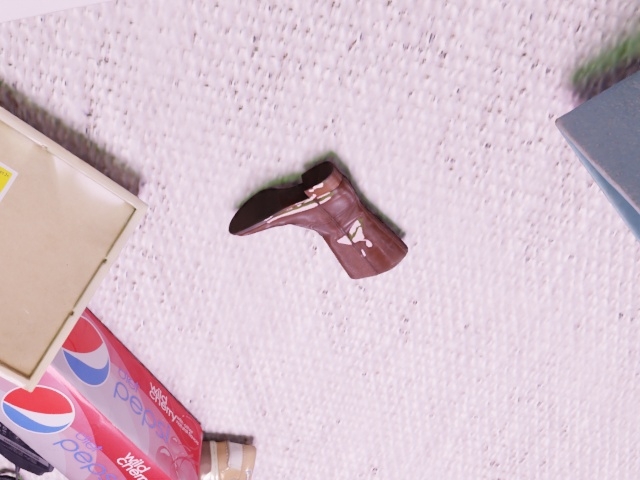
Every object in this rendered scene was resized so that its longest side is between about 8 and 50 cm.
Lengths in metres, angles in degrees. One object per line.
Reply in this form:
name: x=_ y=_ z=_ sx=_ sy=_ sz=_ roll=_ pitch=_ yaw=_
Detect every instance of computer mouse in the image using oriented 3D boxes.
computer mouse: x=-0.284 y=0.214 z=1.025 sx=0.071 sy=0.041 sz=0.242 roll=29 pitch=137 yaw=6

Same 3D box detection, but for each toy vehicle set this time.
toy vehicle set: x=-0.275 y=-0.027 z=0.746 sx=0.267 sy=0.035 sz=0.166 roll=35 pitch=82 yaw=-25

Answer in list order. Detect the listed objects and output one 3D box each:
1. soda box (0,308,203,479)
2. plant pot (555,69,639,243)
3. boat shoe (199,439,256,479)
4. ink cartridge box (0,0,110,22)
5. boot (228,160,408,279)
soda box: x=-0.208 y=0.135 z=0.914 sx=0.083 sy=0.092 sz=0.263 roll=-25 pitch=126 yaw=18
plant pot: x=0.352 y=-0.022 z=0.670 sx=0.252 sy=0.248 sz=0.247 roll=-37 pitch=121 yaw=10
boat shoe: x=-0.087 y=0.273 z=1.052 sx=0.072 sy=0.068 sz=0.190 roll=-4 pitch=132 yaw=-10
ink cartridge box: x=-0.095 y=-0.234 z=0.543 sx=0.296 sy=0.066 sz=0.261 roll=-9 pitch=155 yaw=9
boot: x=0.000 y=0.000 z=0.830 sx=0.106 sy=0.037 sz=0.114 roll=-24 pitch=131 yaw=24
